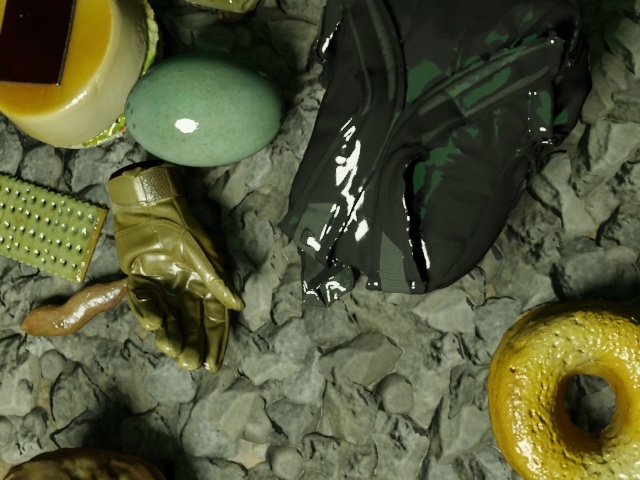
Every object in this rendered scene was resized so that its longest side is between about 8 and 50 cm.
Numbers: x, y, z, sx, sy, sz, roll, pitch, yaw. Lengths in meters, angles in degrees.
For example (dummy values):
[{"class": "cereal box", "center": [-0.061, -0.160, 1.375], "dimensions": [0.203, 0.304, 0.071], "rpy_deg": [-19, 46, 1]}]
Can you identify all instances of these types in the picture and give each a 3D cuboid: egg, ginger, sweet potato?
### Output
[{"class": "egg", "center": [-0.169, -0.194, 1.057], "dimensions": [0.236, 0.169, 0.169], "rpy_deg": [-5, 80, -12]}, {"class": "ginger", "center": [-0.333, 0.393, 0.982], "dimensions": [0.223, 0.269, 0.200], "rpy_deg": [-48, 46, 34]}, {"class": "sweet potato", "center": [-0.388, 0.111, 1.140], "dimensions": [0.218, 0.051, 0.065], "rpy_deg": [-22, 75, 11]}]

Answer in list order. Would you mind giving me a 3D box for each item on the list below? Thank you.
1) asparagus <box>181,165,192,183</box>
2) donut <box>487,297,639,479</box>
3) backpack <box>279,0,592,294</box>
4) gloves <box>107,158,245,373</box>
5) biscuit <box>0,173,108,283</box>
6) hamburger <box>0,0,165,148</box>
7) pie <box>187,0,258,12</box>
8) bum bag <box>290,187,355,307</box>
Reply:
[{"class": "asparagus", "center": [-0.225, -0.083, 1.141], "dimensions": [0.023, 0.022, 0.233], "rpy_deg": [21, 84, -28]}, {"class": "donut", "center": [0.344, 0.208, 0.905], "dimensions": [0.277, 0.108, 0.277], "rpy_deg": [-2, 82, 14]}, {"class": "backpack", "center": [0.136, -0.147, 0.939], "dimensions": [0.363, 0.255, 0.446], "rpy_deg": [20, 90, 20]}, {"class": "gloves", "center": [-0.217, 0.042, 1.055], "dimensions": [0.154, 0.141, 0.331], "rpy_deg": [-17, 80, -21]}, {"class": "biscuit", "center": [-0.476, -0.025, 1.202], "dimensions": [0.231, 0.016, 0.139], "rpy_deg": [18, 89, 17]}, {"class": "hamburger", "center": [-0.388, -0.286, 1.130], "dimensions": [0.300, 0.176, 0.300], "rpy_deg": [-2, 83, 15]}, {"class": "pie", "center": [-0.216, -0.454, 1.167], "dimensions": [0.282, 0.068, 0.128], "rpy_deg": [23, 88, 21]}, {"class": "bum bag", "center": [0.000, 0.000, 1.056], "dimensions": [0.087, 0.049, 0.198], "rpy_deg": [-10, 80, 17]}]
